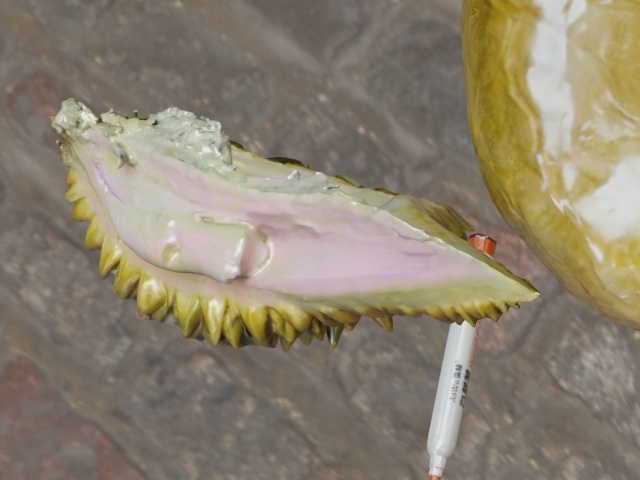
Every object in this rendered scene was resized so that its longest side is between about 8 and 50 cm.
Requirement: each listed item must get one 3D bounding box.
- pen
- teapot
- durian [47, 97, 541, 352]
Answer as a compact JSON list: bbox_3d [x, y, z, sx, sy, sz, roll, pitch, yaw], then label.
[{"bbox_3d":[0.110,0.096,1.282,0.026,0.026,0.218,4,64,22],"label":"pen"},{"bbox_3d":[0.161,-0.051,0.540,0.203,0.167,0.311,-18,85,18],"label":"teapot"},{"bbox_3d":[-0.009,0.009,0.577,0.224,0.140,0.078,23,94,51],"label":"durian"}]
